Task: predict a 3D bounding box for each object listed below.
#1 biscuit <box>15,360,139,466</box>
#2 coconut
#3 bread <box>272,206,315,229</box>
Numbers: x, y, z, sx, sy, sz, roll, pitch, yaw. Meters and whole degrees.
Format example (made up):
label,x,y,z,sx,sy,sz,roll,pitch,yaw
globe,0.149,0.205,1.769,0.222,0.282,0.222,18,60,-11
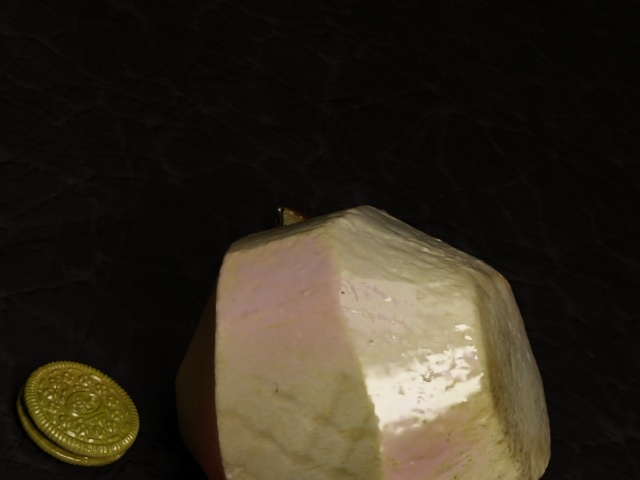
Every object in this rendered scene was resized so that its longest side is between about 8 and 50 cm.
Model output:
label,x,y,z,sx,sy,sz,roll,pitch,yaw
biscuit,-0.163,0.117,1.227,0.084,0.023,0.084,24,32,-16
coconut,0.020,0.100,1.230,0.259,0.259,0.259,22,33,-15
bread,0.000,0.000,1.516,0.083,0.036,0.047,16,27,-22
